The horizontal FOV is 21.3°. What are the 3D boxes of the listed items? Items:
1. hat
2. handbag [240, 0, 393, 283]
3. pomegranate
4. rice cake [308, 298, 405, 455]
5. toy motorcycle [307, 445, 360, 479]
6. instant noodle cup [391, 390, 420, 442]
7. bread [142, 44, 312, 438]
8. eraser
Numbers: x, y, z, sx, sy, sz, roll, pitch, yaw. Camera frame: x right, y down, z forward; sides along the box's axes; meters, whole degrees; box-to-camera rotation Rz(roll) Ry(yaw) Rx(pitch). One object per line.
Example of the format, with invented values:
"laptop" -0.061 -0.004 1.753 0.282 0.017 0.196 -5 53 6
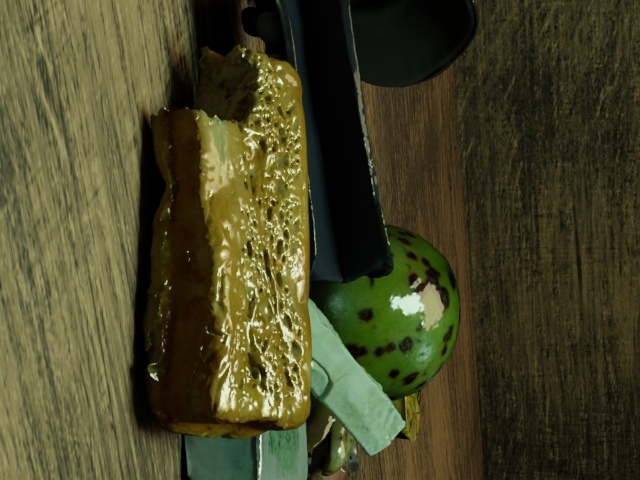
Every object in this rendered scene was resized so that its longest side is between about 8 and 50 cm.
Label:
"hat" 0.054 -0.348 1.973 0.336 0.238 0.209 45 30 -7
"handbag" -0.020 -0.116 1.832 0.269 0.118 0.325 -175 -103 -80
"pomegranate" 0.041 0.116 2.016 0.242 0.242 0.306 78 28 -43
"rice cake" -0.004 0.120 1.818 0.063 0.066 0.336 45 -5 45
"toy motorcycle" 0.004 0.250 2.174 0.118 0.084 0.212 48 34 -71
"instant noodle cup" 0.078 0.216 2.454 0.151 0.122 0.151 -2 90 -77
"bread" -0.095 -0.005 1.604 0.185 0.109 0.380 15 69 -49
"eraser" -0.074 0.196 1.773 0.227 0.081 0.174 35 49 -77
